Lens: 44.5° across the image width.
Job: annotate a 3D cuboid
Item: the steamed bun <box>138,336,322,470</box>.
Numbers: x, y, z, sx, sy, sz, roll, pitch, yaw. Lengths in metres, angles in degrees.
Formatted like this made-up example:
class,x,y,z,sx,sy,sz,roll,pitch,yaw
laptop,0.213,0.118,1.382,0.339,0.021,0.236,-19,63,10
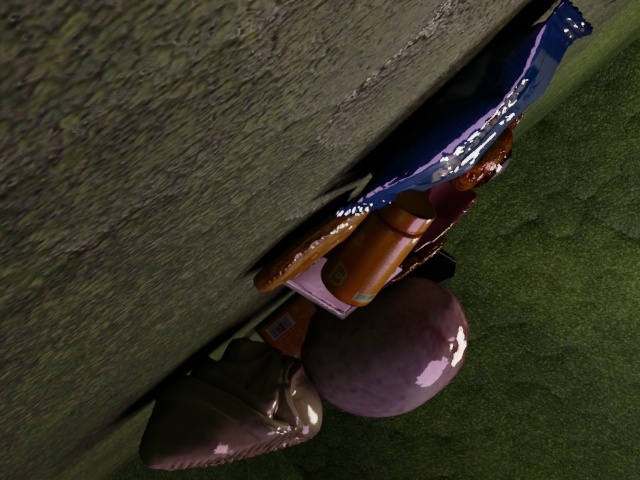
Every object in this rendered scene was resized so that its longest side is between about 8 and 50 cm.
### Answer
class,x,y,z,sx,sy,sz,roll,pitch,yaw
steamed bun,-0.171,0.303,1.482,0.324,0.219,0.310,-16,163,10

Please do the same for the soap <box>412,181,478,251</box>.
class,x,y,z,sx,sy,sz,roll,pitch,yaw
soap,0.176,-0.049,1.446,0.182,0.112,0.289,-37,178,39

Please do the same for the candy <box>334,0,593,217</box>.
class,x,y,z,sx,sy,sz,roll,pitch,yaw
candy,0.166,-0.137,0.891,0.331,0.077,0.187,-46,166,23

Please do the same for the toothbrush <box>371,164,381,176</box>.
class,x,y,z,sx,sy,sz,roll,pitch,yaw
toothbrush,0.165,-0.144,1.058,0.275,0.025,0.019,-36,172,-33

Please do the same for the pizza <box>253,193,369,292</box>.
class,x,y,z,sx,sy,sz,roll,pitch,yaw
pizza,0.000,0.000,1.067,0.181,0.034,0.262,-40,175,6

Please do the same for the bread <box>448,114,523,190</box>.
class,x,y,z,sx,sy,sz,roll,pitch,yaw
bread,0.283,-0.164,1.388,0.139,0.095,0.269,-40,-171,29

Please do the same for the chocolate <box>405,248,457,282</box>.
class,x,y,z,sx,sy,sz,roll,pitch,yaw
chocolate,0.159,-0.010,1.669,0.206,0.177,0.224,28,139,-36

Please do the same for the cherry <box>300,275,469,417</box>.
class,x,y,z,sx,sy,sz,roll,pitch,yaw
cherry,0.124,0.201,1.548,0.326,0.291,0.335,-16,180,-12

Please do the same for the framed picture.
class,x,y,z,sx,sy,sz,roll,pitch,yaw
framed picture,0.034,0.054,1.302,0.142,0.011,0.183,-41,135,15

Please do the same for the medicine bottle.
class,x,y,z,sx,sy,sz,roll,pitch,yaw
medicine bottle,0.085,0.006,1.197,0.192,0.096,0.096,-55,167,30

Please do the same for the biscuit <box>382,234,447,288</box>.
class,x,y,z,sx,sy,sz,roll,pitch,yaw
biscuit,0.169,0.043,1.456,0.175,0.026,0.124,-33,176,-33

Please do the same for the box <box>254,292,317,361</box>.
class,x,y,z,sx,sy,sz,roll,pitch,yaw
box,-0.021,0.196,1.864,0.195,0.148,0.177,-41,173,10
